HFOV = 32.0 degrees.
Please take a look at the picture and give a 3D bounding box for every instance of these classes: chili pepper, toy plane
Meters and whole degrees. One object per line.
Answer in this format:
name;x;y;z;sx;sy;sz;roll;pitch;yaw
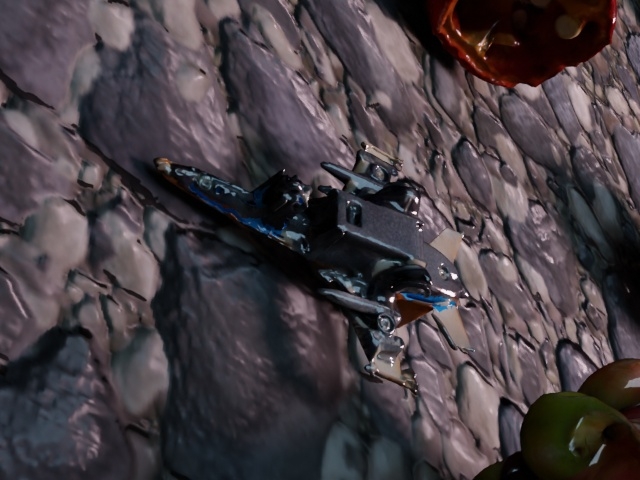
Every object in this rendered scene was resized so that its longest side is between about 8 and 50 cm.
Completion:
chili pepper;0.144;-0.271;0.840;0.135;0.131;0.338;20;53;-16
toy plane;0.008;-0.005;0.531;0.188;0.062;0.135;32;45;-39

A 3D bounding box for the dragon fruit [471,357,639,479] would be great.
dragon fruit;0.196;0.181;0.553;0.307;0.243;0.227;83;-18;-52
